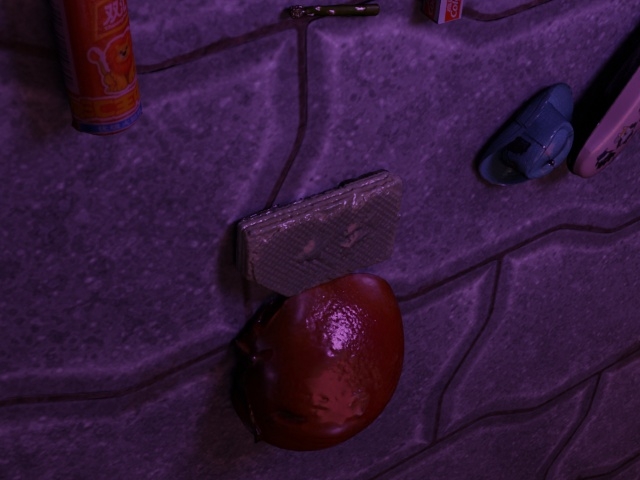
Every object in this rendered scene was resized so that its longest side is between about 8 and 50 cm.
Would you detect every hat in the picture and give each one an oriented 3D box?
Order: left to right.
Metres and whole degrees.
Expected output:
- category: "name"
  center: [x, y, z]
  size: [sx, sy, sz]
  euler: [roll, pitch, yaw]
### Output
- category: "hat"
  center: [0.330, -0.144, 1.466]
  size: [0.191, 0.078, 0.138]
  euler: [-45, 147, 3]

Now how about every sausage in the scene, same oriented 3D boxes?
- category: "sausage"
  center: [-0.216, -0.226, 0.911]
  size: [0.074, 0.074, 0.274]
  euler: [-23, 137, -24]

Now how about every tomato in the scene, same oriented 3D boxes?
- category: "tomato"
  center: [0.019, 0.205, 1.449]
  size: [0.309, 0.170, 0.309]
  euler: [-22, 143, -17]

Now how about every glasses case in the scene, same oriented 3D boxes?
- category: "glasses case"
  center: [0.485, -0.232, 1.506]
  size: [0.314, 0.075, 0.122]
  euler: [-56, 159, 10]

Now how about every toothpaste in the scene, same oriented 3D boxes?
- category: "toothpaste"
  center: [0.158, -0.352, 1.147]
  size: [0.047, 0.040, 0.196]
  euler: [-19, 137, -24]

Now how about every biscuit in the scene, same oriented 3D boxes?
- category: "biscuit"
  center: [0.000, 0.000, 1.335]
  size: [0.252, 0.052, 0.150]
  euler: [-19, 137, -28]

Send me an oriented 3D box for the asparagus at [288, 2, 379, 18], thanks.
- category: "asparagus"
  center: [0.016, -0.264, 1.123]
  size: [0.127, 0.018, 0.015]
  euler: [-11, 98, -35]
